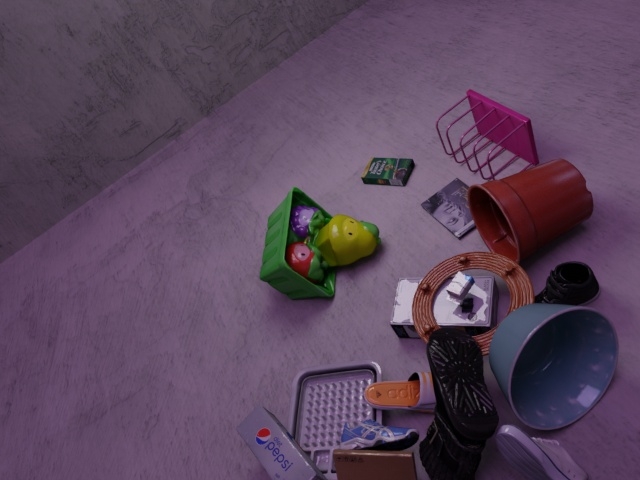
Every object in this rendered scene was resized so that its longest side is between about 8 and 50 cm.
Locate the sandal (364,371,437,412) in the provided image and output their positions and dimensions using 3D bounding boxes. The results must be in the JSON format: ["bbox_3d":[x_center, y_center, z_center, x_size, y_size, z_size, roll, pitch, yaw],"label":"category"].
[{"bbox_3d":[0.249,0.400,1.446,0.265,0.076,0.102,-5,51,-1],"label":"sandal"}]

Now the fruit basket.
[{"bbox_3d":[0.000,0.000,1.876,0.392,0.283,0.392,-31,40,29],"label":"fruit basket"}]

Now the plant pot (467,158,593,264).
[{"bbox_3d":[0.618,-0.096,1.594,0.265,0.272,0.272,-25,44,-2],"label":"plant pot"}]

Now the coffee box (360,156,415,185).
[{"bbox_3d":[0.256,-0.266,2.092,0.184,0.040,0.113,9,58,36],"label":"coffee box"}]

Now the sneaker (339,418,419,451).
[{"bbox_3d":[0.143,0.489,1.374,0.211,0.080,0.081,-14,48,19],"label":"sneaker"}]

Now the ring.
[{"bbox_3d":[0.409,0.163,1.500,0.337,0.032,0.336,-18,47,21],"label":"ring"}]

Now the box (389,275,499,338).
[{"bbox_3d":[0.363,0.196,1.596,0.290,0.087,0.169,-4,52,27],"label":"box"}]

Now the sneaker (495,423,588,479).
[{"bbox_3d":[0.485,0.476,1.198,0.094,0.258,0.091,-32,18,50],"label":"sneaker"}]

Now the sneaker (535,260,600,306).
[{"bbox_3d":[0.601,0.154,1.451,0.296,0.147,0.104,-32,46,4],"label":"sneaker"}]

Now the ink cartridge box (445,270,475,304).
[{"bbox_3d":[0.381,0.131,1.502,0.048,0.028,0.083,24,70,44],"label":"ink cartridge box"}]

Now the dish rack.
[{"bbox_3d":[0.047,0.507,1.523,0.286,0.072,0.332,-13,48,22],"label":"dish rack"}]

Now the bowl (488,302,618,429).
[{"bbox_3d":[0.531,0.274,1.311,0.311,0.311,0.163,-40,26,-6],"label":"bowl"}]

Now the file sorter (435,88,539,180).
[{"bbox_3d":[0.560,-0.341,1.866,0.182,0.202,0.290,-38,44,-3],"label":"file sorter"}]

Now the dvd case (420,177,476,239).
[{"bbox_3d":[0.467,-0.113,1.854,0.164,0.018,0.221,-36,44,-2],"label":"dvd case"}]

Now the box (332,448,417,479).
[{"bbox_3d":[0.138,0.592,1.337,0.201,0.164,0.021,-6,11,19],"label":"box"}]

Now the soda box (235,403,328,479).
[{"bbox_3d":[-0.103,0.567,1.441,0.098,0.091,0.286,-46,44,-10],"label":"soda box"}]

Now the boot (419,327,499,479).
[{"bbox_3d":[0.317,0.412,1.339,0.131,0.260,0.348,5,35,0],"label":"boot"}]
